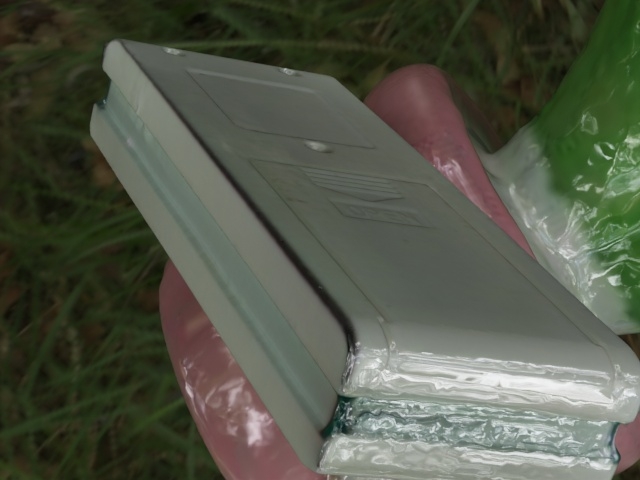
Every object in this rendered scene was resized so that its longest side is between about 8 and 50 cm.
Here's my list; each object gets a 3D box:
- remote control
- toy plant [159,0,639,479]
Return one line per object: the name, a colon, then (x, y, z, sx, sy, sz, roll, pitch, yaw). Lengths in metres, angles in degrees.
remote control: (0.000, 0.000, 0.628, 0.102, 0.277, 0.056, 8, 110, -25)
toy plant: (0.121, 0.022, 0.823, 0.356, 0.210, 0.317, -31, 108, 6)
